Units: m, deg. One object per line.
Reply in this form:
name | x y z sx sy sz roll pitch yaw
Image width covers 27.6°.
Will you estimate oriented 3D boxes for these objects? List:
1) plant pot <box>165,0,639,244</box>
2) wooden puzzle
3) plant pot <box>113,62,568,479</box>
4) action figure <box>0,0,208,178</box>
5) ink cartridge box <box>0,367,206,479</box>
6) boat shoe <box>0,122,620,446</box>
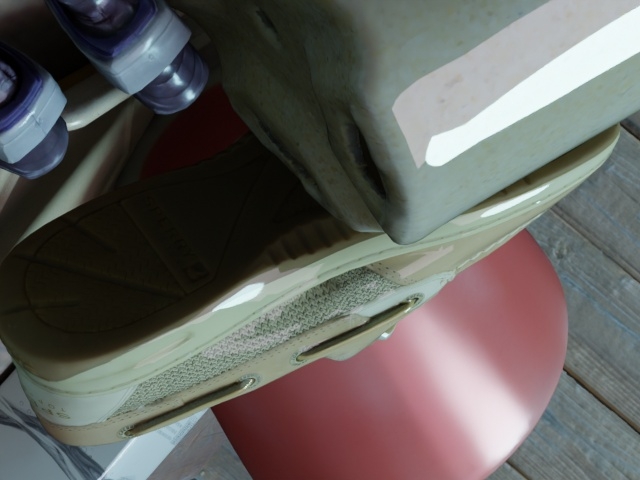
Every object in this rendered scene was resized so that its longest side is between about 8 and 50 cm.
plant pot | 0.086 -0.171 0.568 0.305 0.334 0.334 -37 169 -11
wooden puzzle | -0.157 -0.024 0.709 0.239 0.044 0.221 -49 -179 29
plant pot | 0.005 0.015 0.877 0.275 0.275 0.243 -48 132 -15
action figure | -0.123 -0.100 0.425 0.185 0.099 0.285 -42 167 -7
ink cartridge box | -0.198 0.159 1.084 0.283 0.117 0.207 -49 172 -10
boat shoe | 0.000 0.000 0.685 0.341 0.122 0.110 -22 141 -14
